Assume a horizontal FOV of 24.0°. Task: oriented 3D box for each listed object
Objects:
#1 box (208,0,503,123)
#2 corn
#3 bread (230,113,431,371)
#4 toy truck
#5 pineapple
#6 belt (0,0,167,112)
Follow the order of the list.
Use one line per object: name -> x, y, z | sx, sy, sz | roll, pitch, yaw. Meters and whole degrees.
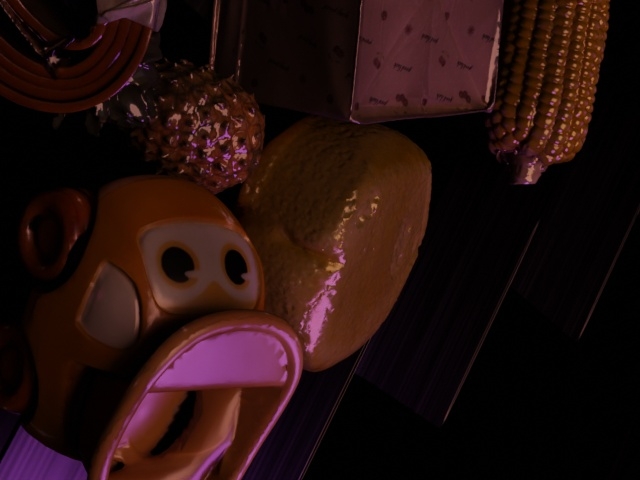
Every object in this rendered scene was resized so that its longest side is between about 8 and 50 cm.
box -> 0.044, -0.268, 1.424 | 0.225, 0.190, 0.297 | -9, 110, -47
corn -> 0.262, -0.232, 1.712 | 0.130, 0.130, 0.347 | 8, 94, -48
bread -> 0.000, 0.000, 1.479 | 0.270, 0.148, 0.270 | -48, 151, -37
toy truck -> -0.154, 0.092, 1.306 | 0.204, 0.211, 0.288 | 3, 115, -49
pineapple -> -0.162, -0.128, 1.312 | 0.251, 0.125, 0.125 | 32, 80, -42
belt -> -0.220, -0.229, 1.136 | 0.184, 0.105, 0.261 | -29, 109, 7
